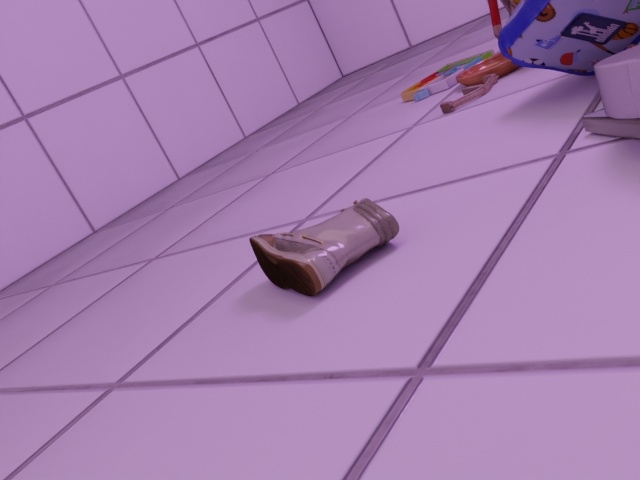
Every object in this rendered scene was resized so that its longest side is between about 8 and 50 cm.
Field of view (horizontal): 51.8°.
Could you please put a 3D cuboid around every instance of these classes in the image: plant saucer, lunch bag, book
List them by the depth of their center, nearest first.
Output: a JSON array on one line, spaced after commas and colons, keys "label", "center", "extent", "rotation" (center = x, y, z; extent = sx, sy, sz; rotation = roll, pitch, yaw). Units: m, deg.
[{"label": "book", "center": [0.439, -0.173, 0.896], "extent": [0.096, 0.035, 0.144], "rotation": [-24, 14, -4]}, {"label": "lunch bag", "center": [0.534, -0.467, 1.161], "extent": [0.386, 0.238, 0.328], "rotation": [-24, -10, -15]}, {"label": "plant saucer", "center": [0.458, -0.457, 1.744], "extent": [0.200, 0.037, 0.200], "rotation": [-25, 15, 8]}]

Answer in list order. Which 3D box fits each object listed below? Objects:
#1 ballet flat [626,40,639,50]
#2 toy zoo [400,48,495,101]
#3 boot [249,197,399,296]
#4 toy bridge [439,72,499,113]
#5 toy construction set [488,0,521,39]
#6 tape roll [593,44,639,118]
[{"label": "ballet flat", "center": [0.602, -0.341, 1.095], "extent": [0.206, 0.067, 0.073], "rotation": [-28, 17, -3]}, {"label": "toy zoo", "center": [0.373, -0.491, 1.997], "extent": [0.293, 0.030, 0.192], "rotation": [-36, 18, -31]}, {"label": "boot", "center": [0.000, 0.000, 0.956], "extent": [0.165, 0.077, 0.213], "rotation": [-33, 22, -20]}, {"label": "toy bridge", "center": [0.373, -0.361, 1.596], "extent": [0.188, 0.026, 0.063], "rotation": [-35, 20, -27]}, {"label": "toy construction set", "center": [0.528, -0.558, 1.611], "extent": [0.258, 0.237, 0.309], "rotation": [-6, -5, -18]}, {"label": "tape roll", "center": [0.526, -0.235, 0.769], "extent": [0.392, 0.071, 0.392], "rotation": [-18, 11, 3]}]
